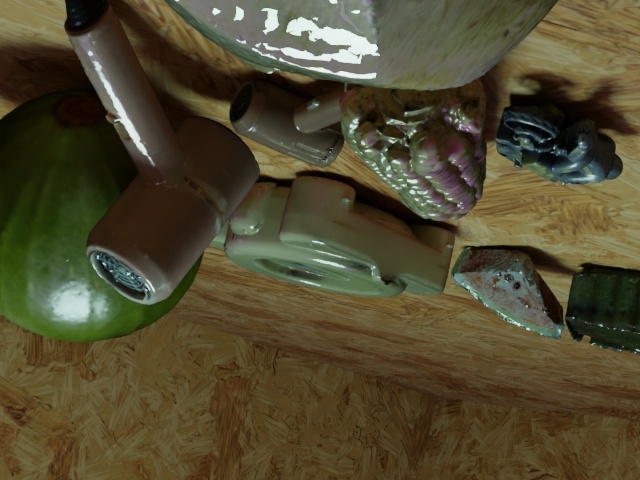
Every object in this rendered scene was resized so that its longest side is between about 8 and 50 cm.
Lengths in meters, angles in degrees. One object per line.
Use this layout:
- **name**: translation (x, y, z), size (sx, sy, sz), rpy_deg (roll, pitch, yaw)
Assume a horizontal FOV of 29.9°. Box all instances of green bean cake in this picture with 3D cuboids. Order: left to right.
- **green bean cake**: translation (0.453, 0.105, 1.730), size (0.181, 0.094, 0.173), rpy_deg (9, 167, 22)

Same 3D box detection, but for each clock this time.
- **clock**: translation (0.000, 0.000, 1.686), size (0.284, 0.114, 0.309), rpy_deg (20, 168, -40)

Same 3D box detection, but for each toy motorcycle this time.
- **toy motorcycle**: translation (0.227, -0.087, 1.131), size (0.124, 0.061, 0.193), rpy_deg (17, 175, 8)

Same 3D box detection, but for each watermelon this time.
- **watermelon**: translation (0.288, 0.057, 1.725), size (0.187, 0.071, 0.139), rpy_deg (31, 155, 5)

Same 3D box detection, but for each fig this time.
- **fig**: translation (-0.272, -0.042, 1.383), size (0.316, 0.316, 0.316), rpy_deg (12, 168, 3)

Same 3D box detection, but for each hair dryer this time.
- **hair dryer**: translation (-0.188, -0.109, 1.157), size (0.106, 0.189, 0.344), rpy_deg (16, 146, 33)
- **hair dryer**: translation (0.000, -0.133, 1.190), size (0.117, 0.064, 0.181), rpy_deg (21, 158, -30)

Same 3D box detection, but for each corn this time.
- **corn**: translation (0.096, -0.096, 1.120), size (0.126, 0.127, 0.335), rpy_deg (10, 172, 11)

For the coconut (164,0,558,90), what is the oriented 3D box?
- **coconut**: translation (0.015, -0.173, 0.501), size (0.227, 0.227, 0.230), rpy_deg (19, 131, -27)
